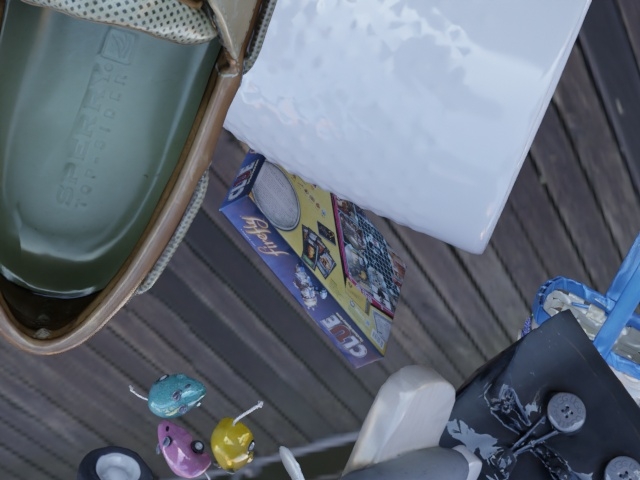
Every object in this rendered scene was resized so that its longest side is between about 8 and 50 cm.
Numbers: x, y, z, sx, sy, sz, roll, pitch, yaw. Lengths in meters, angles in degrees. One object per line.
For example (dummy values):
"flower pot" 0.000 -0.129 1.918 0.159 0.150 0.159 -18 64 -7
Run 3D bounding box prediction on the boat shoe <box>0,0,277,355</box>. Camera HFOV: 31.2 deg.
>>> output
"boat shoe" -0.059 -0.104 0.394 0.122 0.120 0.324 9 115 -15

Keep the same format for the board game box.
"board game box" 0.000 0.000 1.265 0.042 0.165 0.243 -25 116 30

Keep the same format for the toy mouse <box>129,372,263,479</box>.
"toy mouse" -0.129 0.175 1.061 0.143 0.031 0.161 28 133 18

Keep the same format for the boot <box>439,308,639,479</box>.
"boot" 0.363 0.251 1.141 0.367 0.445 0.146 -33 159 -23

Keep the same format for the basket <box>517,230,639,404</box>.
"basket" 0.387 0.111 1.552 0.201 0.255 0.289 32 107 10

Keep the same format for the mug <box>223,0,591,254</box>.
"mug" 0.058 -0.220 0.982 0.328 0.374 0.276 23 174 8

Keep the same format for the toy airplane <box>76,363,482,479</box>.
"toy airplane" -0.004 0.301 0.902 0.384 0.272 0.386 -32 131 3
